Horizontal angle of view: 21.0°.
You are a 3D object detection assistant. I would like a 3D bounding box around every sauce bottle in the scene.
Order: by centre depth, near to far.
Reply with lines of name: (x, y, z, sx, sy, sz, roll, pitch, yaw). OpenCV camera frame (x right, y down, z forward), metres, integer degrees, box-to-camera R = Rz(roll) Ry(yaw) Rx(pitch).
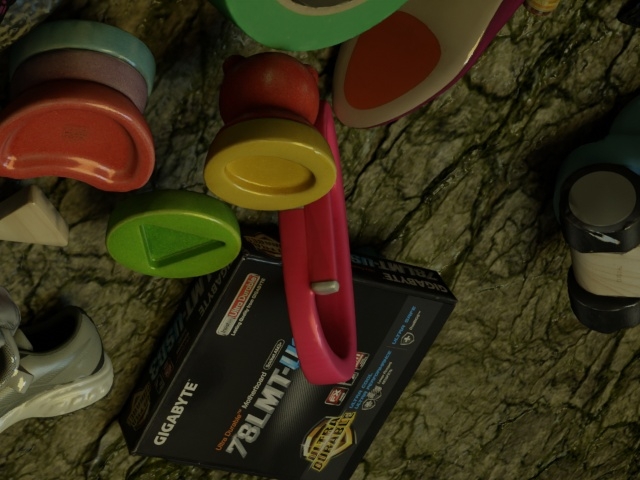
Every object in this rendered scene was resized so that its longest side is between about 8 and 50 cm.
sauce bottle: (0.250, -0.292, 1.828, 0.042, 0.042, 0.128, -22, 154, -25)

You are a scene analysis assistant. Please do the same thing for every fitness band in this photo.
fitness band: (0.000, 0.000, 1.741, 0.054, 0.290, 0.209, -6, 163, 8)

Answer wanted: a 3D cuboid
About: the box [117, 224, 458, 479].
box: (-0.037, 0.138, 1.955, 0.293, 0.073, 0.295, 14, 118, -34)

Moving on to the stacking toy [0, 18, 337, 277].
stacking toy: (-0.165, -0.094, 1.609, 0.309, 0.130, 0.279, 13, 148, -22)

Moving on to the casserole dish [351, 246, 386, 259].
casserole dish: (0.009, 0.082, 2.024, 0.188, 0.037, 0.114, -30, 142, -14)

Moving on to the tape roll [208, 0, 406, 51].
tape roll: (0.019, -0.323, 1.553, 0.321, 0.077, 0.321, -30, 145, -24)

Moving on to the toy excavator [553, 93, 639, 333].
toy excavator: (0.515, -0.124, 2.138, 0.433, 0.445, 0.222, 1, 145, 15)

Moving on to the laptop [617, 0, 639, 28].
laptop: (0.495, -0.359, 2.031, 0.234, 0.136, 0.264, 7, 148, -45)

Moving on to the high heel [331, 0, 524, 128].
high heel: (0.163, -0.259, 1.765, 0.377, 0.127, 0.181, -44, 173, 25)

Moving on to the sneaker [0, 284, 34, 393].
sneaker: (-0.386, 0.021, 1.453, 0.137, 0.210, 0.366, -47, 143, 7)

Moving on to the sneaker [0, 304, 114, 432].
sneaker: (-0.341, 0.147, 1.736, 0.272, 0.100, 0.108, -26, 127, -26)

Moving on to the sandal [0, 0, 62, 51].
sandal: (-0.372, -0.169, 1.357, 0.446, 0.107, 0.167, -19, 138, -28)
